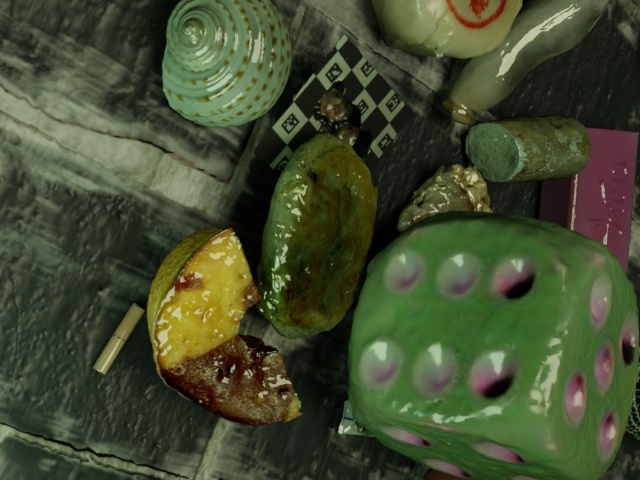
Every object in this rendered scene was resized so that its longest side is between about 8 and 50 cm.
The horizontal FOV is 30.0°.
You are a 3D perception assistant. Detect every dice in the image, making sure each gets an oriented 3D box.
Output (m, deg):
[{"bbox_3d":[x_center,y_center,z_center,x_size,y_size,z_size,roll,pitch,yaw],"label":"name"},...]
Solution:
[{"bbox_3d":[0.243,0.154,1.656,0.330,0.322,0.318,42,60,-48],"label":"dice"}]

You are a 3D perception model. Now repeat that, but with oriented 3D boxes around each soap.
[{"bbox_3d":[0.449,-0.065,2.004,0.181,0.081,0.260,1,96,-42],"label":"soap"}]

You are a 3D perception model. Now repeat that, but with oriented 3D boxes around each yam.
[{"bbox_3d":[0.321,-0.143,1.859,0.194,0.107,0.107,-7,102,-40],"label":"yam"}]

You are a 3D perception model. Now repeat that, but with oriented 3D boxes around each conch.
[{"bbox_3d":[-0.097,-0.222,1.453,0.200,0.131,0.172,9,90,-42],"label":"conch"}]

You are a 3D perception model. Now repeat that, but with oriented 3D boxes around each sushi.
[{"bbox_3d":[0.008,-0.157,1.610,0.192,0.050,0.215,-53,141,-1],"label":"sushi"}]

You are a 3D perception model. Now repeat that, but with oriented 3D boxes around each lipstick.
[{"bbox_3d":[-0.245,0.120,1.451,0.019,0.019,0.094,45,68,-37],"label":"lipstick"}]

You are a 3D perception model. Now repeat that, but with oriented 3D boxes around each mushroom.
[{"bbox_3d":[0.314,-0.303,1.798,0.351,0.097,0.109,-41,156,-12],"label":"mushroom"}]

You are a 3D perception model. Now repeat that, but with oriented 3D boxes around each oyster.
[{"bbox_3d":[0.196,-0.038,1.787,0.191,0.081,0.163,-24,122,-23],"label":"oyster"}]

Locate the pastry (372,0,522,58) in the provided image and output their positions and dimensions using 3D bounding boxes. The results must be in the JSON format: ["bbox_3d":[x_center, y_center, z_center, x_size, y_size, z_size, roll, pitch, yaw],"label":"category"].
[{"bbox_3d":[0.182,-0.376,1.684,0.264,0.133,0.265,-11,106,-44],"label":"pastry"}]

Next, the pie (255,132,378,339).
[{"bbox_3d":[0.000,0.000,1.563,0.277,0.078,0.277,-44,143,-47],"label":"pie"}]

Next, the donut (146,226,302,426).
[{"bbox_3d":[-0.141,0.120,1.478,0.151,0.112,0.295,-27,120,-12],"label":"donut"}]

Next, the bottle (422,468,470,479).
[{"bbox_3d":[0.240,0.371,1.844,0.336,0.144,0.144,-54,127,-21],"label":"bottle"}]

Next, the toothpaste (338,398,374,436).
[{"bbox_3d":[0.112,0.279,1.792,0.218,0.033,0.052,17,86,-40],"label":"toothpaste"}]

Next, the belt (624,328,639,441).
[{"bbox_3d":[0.569,0.252,2.110,0.295,0.160,0.207,25,80,-42],"label":"belt"}]
